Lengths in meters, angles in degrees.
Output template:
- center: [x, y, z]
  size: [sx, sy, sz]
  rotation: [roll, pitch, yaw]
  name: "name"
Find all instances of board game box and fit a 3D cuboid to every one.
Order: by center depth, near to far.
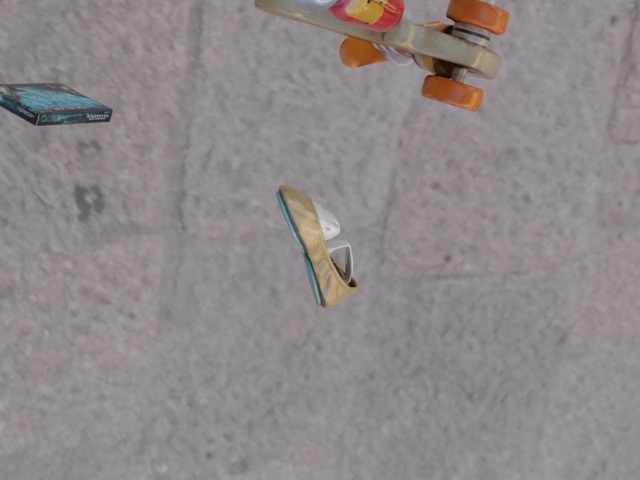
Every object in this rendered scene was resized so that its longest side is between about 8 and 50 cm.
- center: [-0.453, -0.229, 1.819]
  size: [0.186, 0.126, 0.026]
  rotation: [-16, 130, -62]
  name: "board game box"

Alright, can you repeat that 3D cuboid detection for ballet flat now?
- center: [0.000, 0.000, 1.504]
  size: [0.073, 0.080, 0.232]
  rotation: [-21, 136, -1]
  name: "ballet flat"

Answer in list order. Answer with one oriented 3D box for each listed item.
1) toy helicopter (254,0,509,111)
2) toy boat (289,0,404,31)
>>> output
- center: [0.082, -0.296, 1.534]
  size: [0.355, 0.235, 0.140]
  rotation: [17, 99, -2]
  name: "toy helicopter"
- center: [-0.005, -0.362, 1.147]
  size: [0.148, 0.318, 0.267]
  rotation: [13, 143, -44]
  name: "toy boat"
